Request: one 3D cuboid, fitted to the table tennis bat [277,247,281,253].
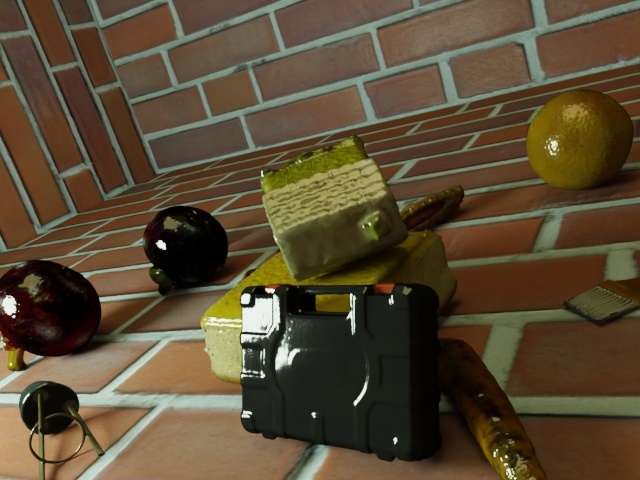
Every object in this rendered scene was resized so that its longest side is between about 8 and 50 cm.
[{"bbox_3d":[0.000,0.000,1.620,0.236,0.027,0.150,-12,18,26],"label":"table tennis bat"}]

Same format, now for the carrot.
[{"bbox_3d":[0.189,0.194,0.756,0.066,0.066,0.314,-18,18,-1],"label":"carrot"}]

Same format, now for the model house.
[{"bbox_3d":[0.015,-0.044,0.997,0.194,0.174,0.234,-19,15,1],"label":"model house"}]

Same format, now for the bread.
[{"bbox_3d":[0.017,0.109,1.063,0.333,0.143,0.324,-3,24,40],"label":"bread"}]

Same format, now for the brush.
[{"bbox_3d":[0.514,0.049,0.962,0.315,0.017,0.090,-21,20,-12],"label":"brush"}]

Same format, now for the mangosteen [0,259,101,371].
[{"bbox_3d":[-0.618,0.174,1.426,0.261,0.236,0.235,-53,20,0],"label":"mangosteen"}]

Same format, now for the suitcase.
[{"bbox_3d":[0.015,0.156,0.817,0.286,0.206,0.066,-3,-5,38],"label":"suitcase"}]

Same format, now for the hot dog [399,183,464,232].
[{"bbox_3d":[0.215,-0.046,1.474,0.289,0.068,0.083,-31,-2,-24],"label":"hot dog"}]

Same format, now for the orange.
[{"bbox_3d":[0.554,-0.215,1.395,0.236,0.236,0.236,-17,17,5],"label":"orange"}]

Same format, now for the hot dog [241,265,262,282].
[{"bbox_3d":[-0.128,0.092,1.410,0.090,0.060,0.140,-17,23,-10],"label":"hot dog"}]

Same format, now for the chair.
[{"bbox_3d":[-0.414,0.295,1.024,0.095,0.104,0.222,2,10,-32],"label":"chair"}]

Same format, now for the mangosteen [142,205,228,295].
[{"bbox_3d":[-0.338,0.022,1.625,0.216,0.216,0.216,-17,17,5],"label":"mangosteen"}]

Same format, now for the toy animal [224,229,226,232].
[{"bbox_3d":[-0.333,-0.014,1.896,0.150,0.089,0.083,4,23,30],"label":"toy animal"}]
